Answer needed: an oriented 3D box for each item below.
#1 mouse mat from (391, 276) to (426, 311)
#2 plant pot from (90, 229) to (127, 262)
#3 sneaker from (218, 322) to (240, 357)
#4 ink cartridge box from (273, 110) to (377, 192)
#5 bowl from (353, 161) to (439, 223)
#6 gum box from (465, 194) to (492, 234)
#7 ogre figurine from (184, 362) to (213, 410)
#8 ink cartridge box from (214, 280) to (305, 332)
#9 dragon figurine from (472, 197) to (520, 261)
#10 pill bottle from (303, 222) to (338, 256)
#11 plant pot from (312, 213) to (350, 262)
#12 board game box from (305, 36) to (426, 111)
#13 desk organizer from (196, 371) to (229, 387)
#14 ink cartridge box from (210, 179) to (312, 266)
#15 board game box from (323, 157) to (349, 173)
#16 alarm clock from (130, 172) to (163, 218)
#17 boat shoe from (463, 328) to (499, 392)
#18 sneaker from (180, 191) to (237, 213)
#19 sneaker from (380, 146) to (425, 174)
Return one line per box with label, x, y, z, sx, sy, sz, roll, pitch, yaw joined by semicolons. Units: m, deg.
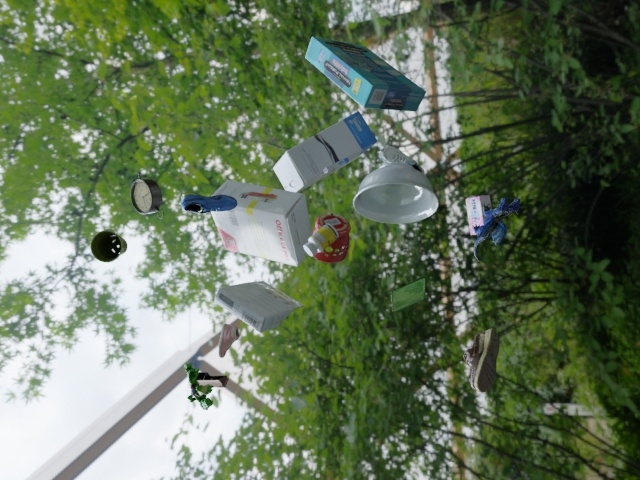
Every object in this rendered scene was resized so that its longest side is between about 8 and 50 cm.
mouse mat;0.357;0.222;2.031;0.190;0.152;0.007;76;170;-53
plant pot;-0.547;0.016;1.322;0.079;0.083;0.083;73;-169;-89
sneaker;-0.352;0.392;1.941;0.051;0.070;0.135;34;-115;-80
ink cartridge box;0.013;-0.380;2.242;0.166;0.394;0.285;58;161;-2
bowl;0.263;-0.181;1.760;0.298;0.297;0.134;49;-139;-59
gum box;0.756;-0.124;2.380;0.107;0.062;0.189;174;87;-68
ogre figurine;-0.475;0.580;1.955;0.097;0.197;0.118;-43;-24;-39
ink cartridge box;-0.300;0.323;2.555;0.385;0.308;0.091;-2;-63;-62
dragon figurine;0.619;-0.041;1.823;0.144;0.085;0.289;-79;11;-69
pill bottle;0.000;0.000;1.691;0.116;0.065;0.065;-39;-47;-18
plant pot;0.049;-0.015;2.352;0.191;0.191;0.174;-70;-6;-52
board game box;0.146;-0.547;1.657;0.253;0.336;0.079;-8;-44;-40
desk organizer;-0.453;0.579;2.091;0.047;0.130;0.050;-70;-37;-46
ink cartridge box;-0.238;-0.072;2.077;0.160;0.384;0.279;-54;-34;-39
board game box;0.058;-0.282;1.894;0.020;0.090;0.090;63;174;-6
alarm clock;-0.631;-0.151;1.857;0.192;0.129;0.064;48;-147;22
boat shoe;0.686;0.519;2.179;0.123;0.123;0.342;58;-140;-22
sneaker;-0.402;-0.123;1.827;0.069;0.209;0.082;-68;32;34
sneaker;0.316;-0.297;1.889;0.071;0.190;0.083;-64;15;5
